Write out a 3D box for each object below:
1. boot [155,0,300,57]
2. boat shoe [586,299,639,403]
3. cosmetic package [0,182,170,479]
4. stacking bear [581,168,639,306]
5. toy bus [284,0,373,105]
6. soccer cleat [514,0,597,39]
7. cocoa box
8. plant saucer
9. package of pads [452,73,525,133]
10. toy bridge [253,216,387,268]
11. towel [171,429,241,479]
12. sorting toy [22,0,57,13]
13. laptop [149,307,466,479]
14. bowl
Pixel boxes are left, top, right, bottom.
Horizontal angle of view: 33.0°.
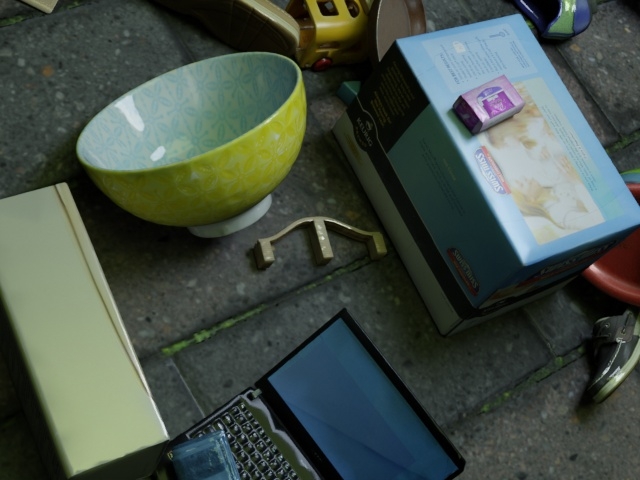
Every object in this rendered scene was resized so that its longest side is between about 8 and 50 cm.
[{"bbox_3d":[-0.122,-0.392,1.564,0.262,0.095,0.203,26,54,-3],"label":"boot"},{"bbox_3d":[0.414,0.139,1.517,0.073,0.080,0.223,39,49,7],"label":"boat shoe"},{"bbox_3d":[-0.278,0.114,1.166,0.113,0.160,0.309,-19,72,-24],"label":"cosmetic package"},{"bbox_3d":[0.492,-0.038,1.593,0.289,0.164,0.175,-27,120,-49],"label":"stacking bear"},{"bbox_3d":[0.047,-0.321,1.590,0.191,0.104,0.202,30,55,-6],"label":"toy bus"},{"bbox_3d":[0.353,-0.462,1.813,0.121,0.093,0.289,-18,71,-24],"label":"soccer cleat"},{"bbox_3d":[0.218,-0.092,1.462,0.231,0.228,0.347,-17,71,-30],"label":"cocoa box"},{"bbox_3d":[0.108,-0.296,1.562,0.029,0.168,0.168,4,49,29],"label":"plant saucer"},{"bbox_3d":[0.210,-0.169,1.341,0.083,0.032,0.050,-28,75,-30],"label":"package of pads"},{"bbox_3d":[0.000,0.000,1.438,0.188,0.026,0.063,-4,64,-26],"label":"toy bridge"},{"bbox_3d":[-0.119,0.275,1.193,0.067,0.029,0.119,-19,79,-5],"label":"towel"},{"bbox_3d":[-0.393,-0.348,1.466,0.083,0.012,0.062,26,60,-13],"label":"sorting toy"},{"bbox_3d":[-0.017,0.254,1.222,0.264,0.136,0.234,-32,78,-34],"label":"laptop"},{"bbox_3d":[-0.137,-0.099,1.334,0.289,0.289,0.156,-46,129,-35],"label":"bowl"}]
